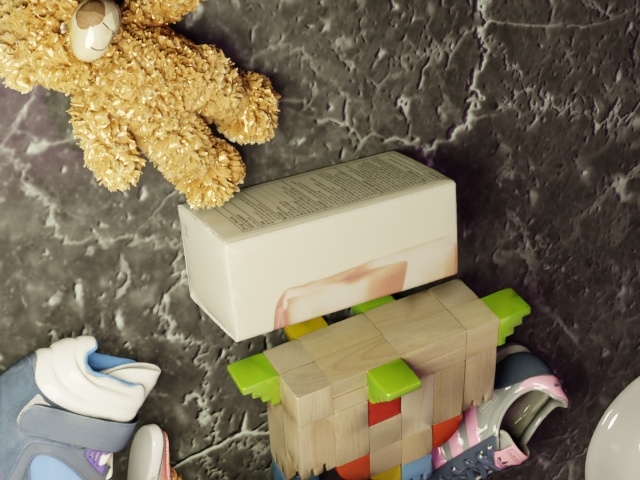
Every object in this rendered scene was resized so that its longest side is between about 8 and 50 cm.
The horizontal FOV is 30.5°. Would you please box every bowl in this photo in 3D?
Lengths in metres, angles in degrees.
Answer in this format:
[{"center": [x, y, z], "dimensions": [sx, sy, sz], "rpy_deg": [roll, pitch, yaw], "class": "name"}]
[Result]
[{"center": [0.580, 0.351, 1.872], "dimensions": [0.298, 0.134, 0.298], "rpy_deg": [-12, 116, -26], "class": "bowl"}]

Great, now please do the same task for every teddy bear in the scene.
[{"center": [-0.177, -0.167, 1.239], "dimensions": [0.245, 0.113, 0.338], "rpy_deg": [-42, 125, -10], "class": "teddy bear"}]

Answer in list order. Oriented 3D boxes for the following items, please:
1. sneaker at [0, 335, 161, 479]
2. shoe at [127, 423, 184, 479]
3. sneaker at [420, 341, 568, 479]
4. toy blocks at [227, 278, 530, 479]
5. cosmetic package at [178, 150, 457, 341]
[{"center": [-0.254, 0.257, 1.363], "dimensions": [0.236, 0.130, 0.323], "rpy_deg": [-38, 119, -5], "class": "sneaker"}, {"center": [-0.194, 0.303, 1.462], "dimensions": [0.081, 0.063, 0.178], "rpy_deg": [-2, 117, -30], "class": "shoe"}, {"center": [0.215, 0.294, 1.642], "dimensions": [0.112, 0.131, 0.319], "rpy_deg": [35, 94, -37], "class": "sneaker"}, {"center": [0.081, 0.219, 1.530], "dimensions": [0.381, 0.191, 0.261], "rpy_deg": [-19, 130, -20], "class": "toy blocks"}, {"center": [0.000, 0.000, 1.385], "dimensions": [0.296, 0.153, 0.129], "rpy_deg": [-15, 116, -22], "class": "cosmetic package"}]
